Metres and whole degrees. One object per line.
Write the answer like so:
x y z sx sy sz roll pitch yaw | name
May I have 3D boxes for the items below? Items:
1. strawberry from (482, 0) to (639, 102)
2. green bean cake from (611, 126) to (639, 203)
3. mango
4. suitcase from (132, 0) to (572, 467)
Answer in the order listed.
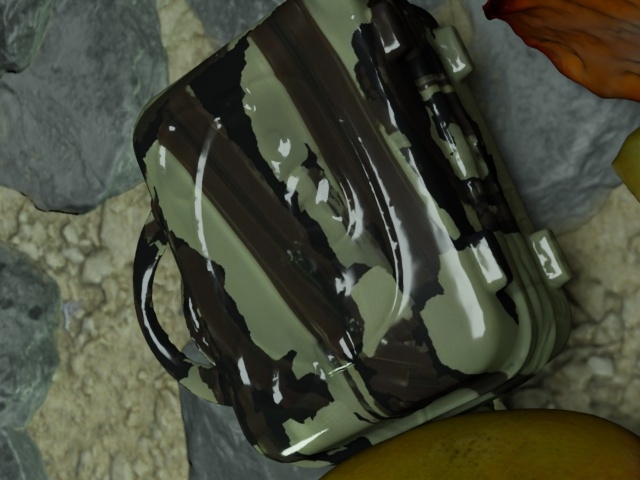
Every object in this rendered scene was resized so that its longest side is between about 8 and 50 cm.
0.271 -0.186 0.999 0.336 0.265 0.149 13 77 49 | strawberry
0.321 0.009 0.942 0.124 0.236 0.233 -40 63 13 | green bean cake
0.121 0.222 1.056 0.317 0.211 0.173 -6 50 12 | mango
0.000 0.000 1.146 0.339 0.194 0.352 -31 74 30 | suitcase
